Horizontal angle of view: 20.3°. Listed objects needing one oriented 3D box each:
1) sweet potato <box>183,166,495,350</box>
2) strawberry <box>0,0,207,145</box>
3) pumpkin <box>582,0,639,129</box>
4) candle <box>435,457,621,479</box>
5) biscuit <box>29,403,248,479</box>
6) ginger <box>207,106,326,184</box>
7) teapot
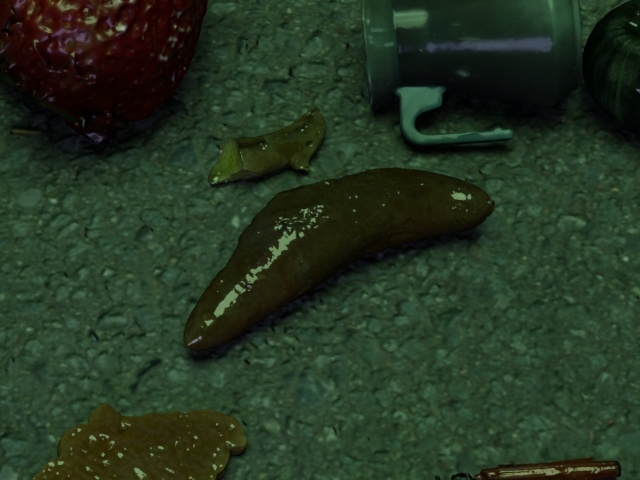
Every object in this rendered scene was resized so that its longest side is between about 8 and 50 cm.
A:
[{"bbox_3d":[0.000,-0.004,1.732,0.341,0.092,0.114,-24,73,-18],"label":"sweet potato"},{"bbox_3d":[-0.224,-0.264,1.830,0.250,0.238,0.288,40,85,15],"label":"strawberry"},{"bbox_3d":[0.357,-0.187,1.863,0.167,0.125,0.167,4,55,-5],"label":"pumpkin"},{"bbox_3d":[0.186,0.212,1.613,0.167,0.021,0.026,-4,26,-3],"label":"candle"},{"bbox_3d":[-0.177,0.219,1.582,0.250,0.035,0.162,-20,54,-27],"label":"biscuit"},{"bbox_3d":[-0.052,-0.093,1.832,0.137,0.044,0.057,-20,37,-18],"label":"ginger"},{"bbox_3d":[0.155,-0.201,1.861,0.225,0.171,0.203,-5,82,3],"label":"teapot"}]
